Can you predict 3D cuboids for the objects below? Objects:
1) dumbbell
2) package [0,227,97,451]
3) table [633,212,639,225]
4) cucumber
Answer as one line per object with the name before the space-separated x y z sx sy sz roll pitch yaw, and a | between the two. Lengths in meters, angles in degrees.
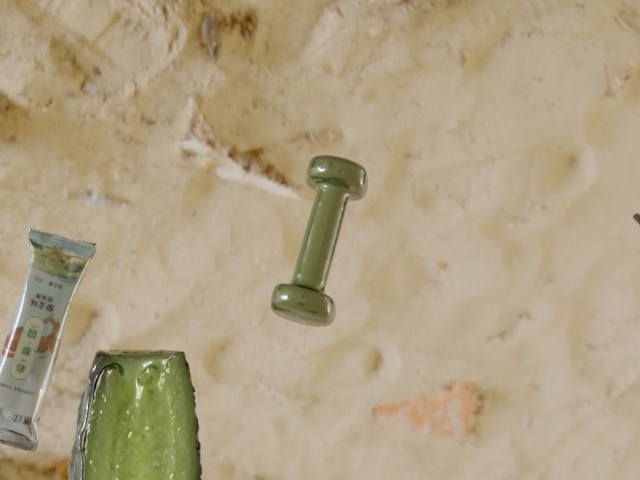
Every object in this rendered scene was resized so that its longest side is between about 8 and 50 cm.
dumbbell | 0.000 0.000 0.862 0.046 0.118 0.052 14 165 5
package | -0.145 0.049 0.627 0.037 0.015 0.110 18 88 -10
table | 0.433 -0.012 1.124 0.172 0.169 0.193 33 107 -36
cucumber | -0.160 0.184 1.030 0.115 0.086 0.193 3 94 -32
